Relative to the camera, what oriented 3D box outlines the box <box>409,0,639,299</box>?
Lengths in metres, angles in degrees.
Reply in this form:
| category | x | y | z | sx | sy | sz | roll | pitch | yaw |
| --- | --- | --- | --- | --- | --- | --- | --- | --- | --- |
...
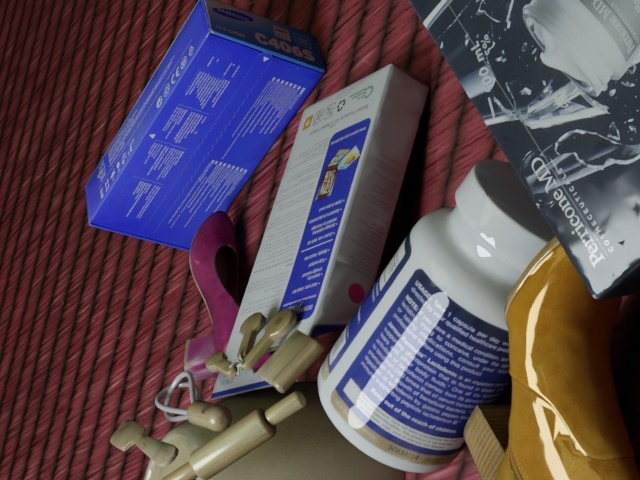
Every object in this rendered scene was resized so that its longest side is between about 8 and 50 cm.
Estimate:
| category | x | y | z | sx | sy | sz | roll | pitch | yaw |
| --- | --- | --- | --- | --- | --- | --- | --- | --- | --- |
| box | 0.256 | -0.188 | 0.985 | 0.312 | 0.179 | 0.343 | -48 | 62 | 40 |

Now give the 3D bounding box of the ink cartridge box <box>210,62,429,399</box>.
| category | x | y | z | sx | sy | sz | roll | pitch | yaw |
| --- | --- | --- | --- | --- | --- | --- | --- | --- | --- |
| ink cartridge box | 0.000 | 0.000 | 1.477 | 0.176 | 0.069 | 0.371 | -20 | 44 | 54 |

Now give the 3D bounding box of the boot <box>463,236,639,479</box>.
| category | x | y | z | sx | sy | sz | roll | pitch | yaw |
| --- | --- | --- | --- | --- | --- | --- | --- | --- | --- |
| boot | 0.216 | 0.146 | 1.086 | 0.211 | 0.104 | 0.295 | 60 | 142 | 42 |

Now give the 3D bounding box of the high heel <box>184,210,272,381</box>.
| category | x | y | z | sx | sy | sz | roll | pitch | yaw |
| --- | --- | --- | --- | --- | --- | --- | --- | --- | --- |
| high heel | -0.101 | 0.058 | 1.716 | 0.117 | 0.082 | 0.244 | -14 | 48 | 26 |

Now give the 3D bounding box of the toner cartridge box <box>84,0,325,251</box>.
| category | x | y | z | sx | sy | sz | roll | pitch | yaw |
| --- | --- | --- | --- | --- | --- | --- | --- | --- | --- |
| toner cartridge box | -0.154 | -0.138 | 1.778 | 0.348 | 0.165 | 0.075 | -51 | 38 | 34 |

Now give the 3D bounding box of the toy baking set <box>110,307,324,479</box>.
| category | x | y | z | sx | sy | sz | roll | pitch | yaw |
| --- | --- | --- | --- | --- | --- | --- | --- | --- | --- |
| toy baking set | -0.099 | 0.161 | 1.353 | 0.256 | 0.030 | 0.197 | -37 | 23 | 10 |

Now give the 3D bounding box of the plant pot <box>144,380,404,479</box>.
| category | x | y | z | sx | sy | sz | roll | pitch | yaw |
| --- | --- | --- | --- | --- | --- | --- | --- | --- | --- |
| plant pot | -0.072 | 0.272 | 1.433 | 0.284 | 0.191 | 0.284 | -30 | 53 | 50 |

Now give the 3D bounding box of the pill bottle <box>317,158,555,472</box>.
| category | x | y | z | sx | sy | sz | roll | pitch | yaw |
| --- | --- | --- | --- | --- | --- | --- | --- | --- | --- |
| pill bottle | 0.120 | 0.067 | 1.236 | 0.264 | 0.153 | 0.153 | -58 | 34 | 28 |
